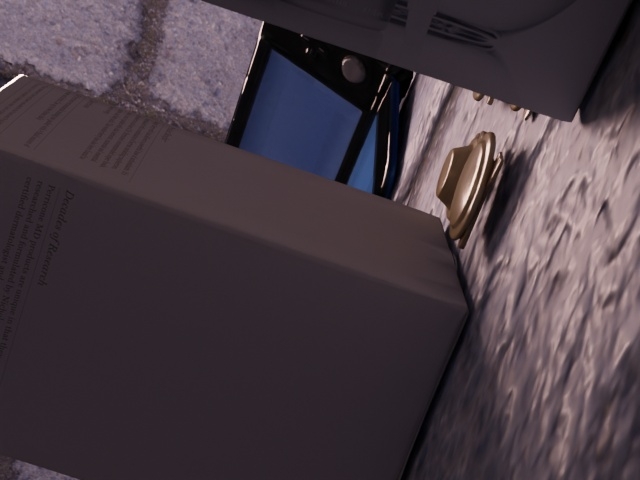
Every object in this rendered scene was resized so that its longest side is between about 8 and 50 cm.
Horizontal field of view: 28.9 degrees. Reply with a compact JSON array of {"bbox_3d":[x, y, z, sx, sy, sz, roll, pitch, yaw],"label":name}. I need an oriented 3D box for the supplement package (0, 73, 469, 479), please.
[{"bbox_3d":[-0.083,0.041,0.746,0.177,0.293,0.175,-87,17,-73],"label":"supplement package"}]

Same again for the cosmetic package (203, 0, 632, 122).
[{"bbox_3d":[-0.014,-0.240,0.511,0.097,0.377,0.284,-81,10,-57],"label":"cosmetic package"}]

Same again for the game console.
[{"bbox_3d":[-0.027,-0.061,1.289,0.173,0.250,0.293,-38,-22,-46],"label":"game console"}]

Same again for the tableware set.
[{"bbox_3d":[0.100,-0.071,0.729,0.169,0.020,0.141,-97,27,-79],"label":"tableware set"}]
